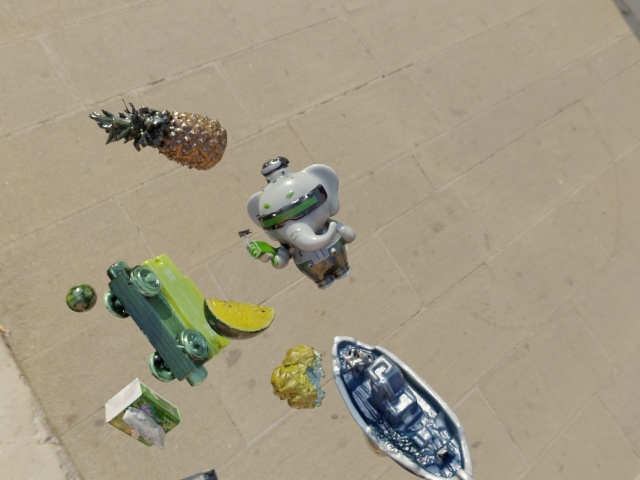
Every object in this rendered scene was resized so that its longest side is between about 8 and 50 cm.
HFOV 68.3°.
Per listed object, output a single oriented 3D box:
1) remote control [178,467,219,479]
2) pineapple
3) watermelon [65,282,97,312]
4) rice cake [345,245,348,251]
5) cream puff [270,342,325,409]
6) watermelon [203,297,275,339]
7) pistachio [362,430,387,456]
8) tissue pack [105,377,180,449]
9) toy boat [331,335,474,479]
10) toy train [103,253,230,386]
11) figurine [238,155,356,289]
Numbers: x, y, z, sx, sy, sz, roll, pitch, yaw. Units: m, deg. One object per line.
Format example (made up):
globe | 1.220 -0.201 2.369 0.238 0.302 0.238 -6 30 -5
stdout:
remote control | -0.476 0.880 1.682 0.260 0.029 0.067 4 49 -47
pineapple | -0.427 -0.293 1.261 0.340 0.169 0.169 11 68 -38
watermelon | -0.800 0.195 1.583 0.108 0.109 0.109 5 72 -16
rice cake | 0.000 0.000 1.255 0.127 0.237 0.043 8 99 -7
cream puff | -0.055 0.317 1.092 0.121 0.156 0.156 -3 71 16
watermelon | -0.187 0.191 1.113 0.181 0.075 0.092 16 78 -28
pistachio | 0.188 0.528 1.369 0.143 0.144 0.215 -13 120 -20
tissue pack | -0.602 0.609 1.616 0.148 0.156 0.209 -40 124 -7
toy boat | 0.115 0.254 0.734 0.129 0.143 0.309 -33 47 -18
toy train | -0.468 0.235 1.470 0.179 0.272 0.442 -36 91 16
figurine | -0.026 -0.026 0.654 0.147 0.126 0.192 -28 98 9
